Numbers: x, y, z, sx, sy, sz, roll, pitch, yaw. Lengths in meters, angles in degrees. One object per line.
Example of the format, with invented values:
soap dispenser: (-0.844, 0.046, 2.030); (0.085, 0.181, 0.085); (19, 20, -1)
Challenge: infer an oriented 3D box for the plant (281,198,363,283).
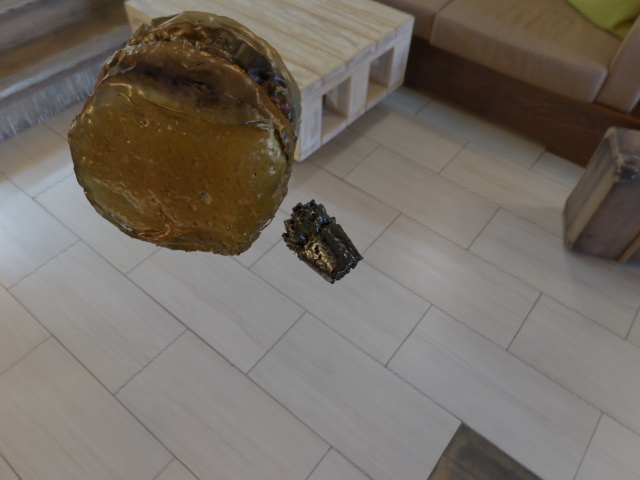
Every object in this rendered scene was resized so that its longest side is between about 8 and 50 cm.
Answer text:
plant: (0.000, 0.000, 0.827); (0.143, 0.092, 0.094); (47, 33, 10)

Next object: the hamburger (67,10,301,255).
hamburger: (-0.135, -0.112, 0.551); (0.244, 0.245, 0.163); (2, 39, 0)
